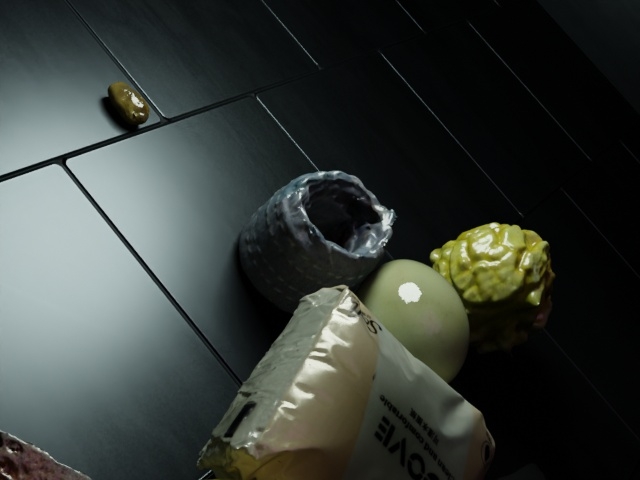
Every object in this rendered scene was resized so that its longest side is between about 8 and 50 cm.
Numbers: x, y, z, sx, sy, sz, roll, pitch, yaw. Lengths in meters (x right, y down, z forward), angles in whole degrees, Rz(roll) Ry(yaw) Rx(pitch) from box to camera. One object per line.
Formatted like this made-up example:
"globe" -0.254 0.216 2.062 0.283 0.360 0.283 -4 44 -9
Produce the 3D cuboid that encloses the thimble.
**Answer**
"thimble" 0.000 0.000 1.616 0.236 0.172 0.205 -10 65 -50

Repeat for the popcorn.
"popcorn" 0.306 0.089 1.780 0.249 0.249 0.225 15 53 -34

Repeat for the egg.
"egg" 0.137 0.133 1.606 0.188 0.188 0.254 28 27 -22

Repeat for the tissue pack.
"tissue pack" 0.048 0.287 1.356 0.375 0.195 0.390 45 47 -15

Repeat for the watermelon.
"watermelon" -0.363 0.266 1.094 0.241 0.094 0.154 44 46 1

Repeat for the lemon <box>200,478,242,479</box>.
"lemon" -0.103 0.395 1.020 0.336 0.336 0.336 26 40 -24

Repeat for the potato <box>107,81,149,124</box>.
"potato" -0.309 -0.221 1.637 0.083 0.040 0.051 51 31 5

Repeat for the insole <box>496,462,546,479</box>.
"insole" 0.321 0.412 1.668 0.188 0.004 0.064 -15 66 -50
